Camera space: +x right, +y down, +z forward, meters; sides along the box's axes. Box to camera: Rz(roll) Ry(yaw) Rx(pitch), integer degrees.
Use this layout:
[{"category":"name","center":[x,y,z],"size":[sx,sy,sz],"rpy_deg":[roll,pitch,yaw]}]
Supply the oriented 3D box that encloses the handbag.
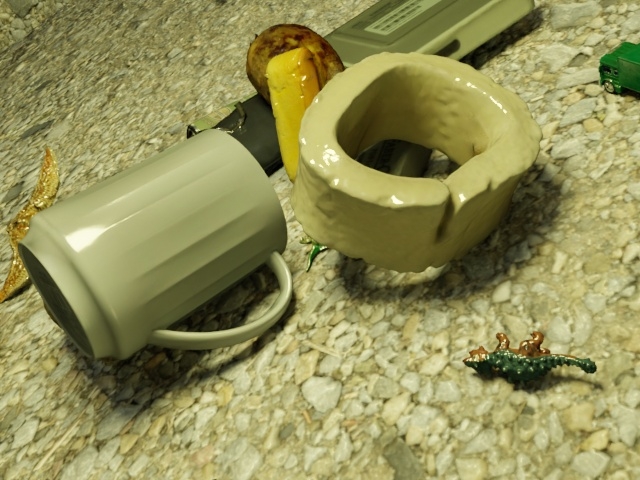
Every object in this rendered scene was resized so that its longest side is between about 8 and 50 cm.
[{"category":"handbag","center":[-0.148,-0.197,1.365],"size":[0.254,0.088,0.211],"rpy_deg":[-37,50,-17]}]

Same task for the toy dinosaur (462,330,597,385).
[{"category":"toy dinosaur","center":[0.237,0.137,0.794],"size":[0.154,0.049,0.055],"rpy_deg":[-3,42,35]}]

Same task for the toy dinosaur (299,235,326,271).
[{"category":"toy dinosaur","center":[0.000,-0.001,1.110],"size":[0.060,0.029,0.119],"rpy_deg":[6,49,12]}]

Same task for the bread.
[{"category":"bread","center":[-0.019,-0.207,1.197],"size":[0.094,0.245,0.102],"rpy_deg":[-9,6,29]}]

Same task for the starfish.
[{"category":"starfish","center":[-0.569,-0.063,1.395],"size":[0.301,0.084,0.293],"rpy_deg":[-47,36,23]}]

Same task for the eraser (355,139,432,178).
[{"category":"eraser","center":[0.105,-0.122,1.141],"size":[0.111,0.077,0.352],"rpy_deg":[-2,45,30]}]

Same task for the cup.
[{"category":"cup","center":[-0.218,0.037,1.015],"size":[0.327,0.236,0.323],"rpy_deg":[-34,74,-29]}]

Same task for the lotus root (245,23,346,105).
[{"category":"lotus root","center":[-0.042,-0.324,1.334],"size":[0.169,0.141,0.314],"rpy_deg":[-25,51,-18]}]

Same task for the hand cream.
[{"category":"hand cream","center":[-0.195,-0.275,1.512],"size":[0.235,0.055,0.086],"rpy_deg":[-35,41,-21]}]

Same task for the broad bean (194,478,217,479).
[{"category":"broad bean","center":[-0.264,0.382,0.800],"size":[0.339,0.061,0.077],"rpy_deg":[-40,52,-15]}]

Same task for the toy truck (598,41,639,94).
[{"category":"toy truck","center":[0.498,-0.256,1.063],"size":[0.065,0.079,0.147],"rpy_deg":[-34,37,-8]}]

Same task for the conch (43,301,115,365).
[{"category":"conch","center":[-0.359,0.102,1.118],"size":[0.155,0.130,0.207],"rpy_deg":[-40,56,7]}]

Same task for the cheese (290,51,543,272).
[{"category":"cheese","center":[0.125,-0.111,0.965],"size":[0.292,0.153,0.332],"rpy_deg":[35,57,19]}]

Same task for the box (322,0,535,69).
[{"category":"box","center":[0.188,-0.437,1.412],"size":[0.367,0.090,0.373],"rpy_deg":[-35,32,-11]}]
